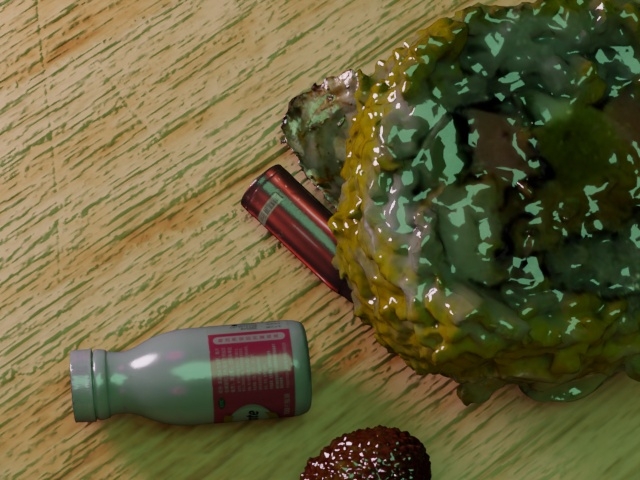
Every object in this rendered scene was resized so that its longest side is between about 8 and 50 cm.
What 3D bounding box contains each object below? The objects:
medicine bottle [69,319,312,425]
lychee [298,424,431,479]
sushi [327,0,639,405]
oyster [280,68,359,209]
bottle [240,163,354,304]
[{"bbox_3d":[-0.119,0.125,1.523,0.216,0.090,0.090,-5,71,-6],"label":"medicine bottle"},{"bbox_3d":[0.042,0.228,1.483,0.129,0.123,0.123,-10,71,-9],"label":"lychee"},{"bbox_3d":[0.209,-0.032,1.502,0.396,0.240,0.351,-8,82,-16],"label":"sushi"},{"bbox_3d":[0.037,-0.081,1.631,0.105,0.056,0.177,-38,76,-10],"label":"oyster"},{"bbox_3d":[0.000,0.000,1.598,0.164,0.060,0.060,43,72,11],"label":"bottle"}]
